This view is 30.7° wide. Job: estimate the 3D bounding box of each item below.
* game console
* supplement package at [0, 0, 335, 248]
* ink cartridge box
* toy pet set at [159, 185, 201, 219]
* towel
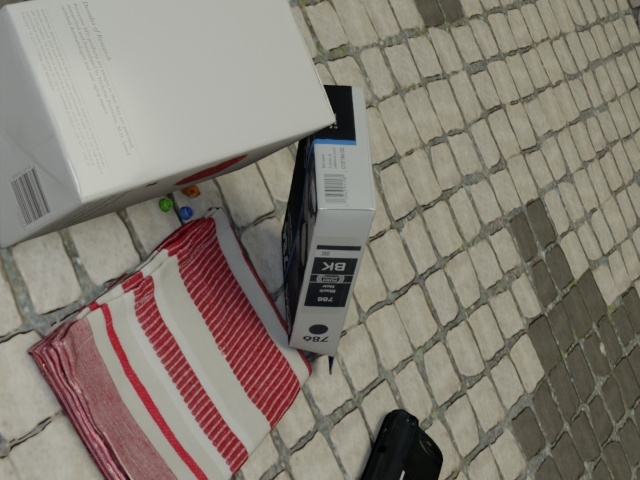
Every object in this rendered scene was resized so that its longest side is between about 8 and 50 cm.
[{"bbox_3d":[0.076,0.356,1.344,0.213,0.044,0.361,55,37,-22],"label":"game console"},{"bbox_3d":[-0.167,-0.130,1.080,0.293,0.177,0.175,-22,91,-39],"label":"supplement package"},{"bbox_3d":[0.000,0.000,1.267,0.065,0.332,0.165,0,54,-7],"label":"ink cartridge box"},{"bbox_3d":[-0.161,-0.098,1.232,0.122,0.065,0.114,22,55,-48],"label":"toy pet set"},{"bbox_3d":[-0.130,0.127,1.184,0.237,0.037,0.329,62,35,-12],"label":"towel"}]
